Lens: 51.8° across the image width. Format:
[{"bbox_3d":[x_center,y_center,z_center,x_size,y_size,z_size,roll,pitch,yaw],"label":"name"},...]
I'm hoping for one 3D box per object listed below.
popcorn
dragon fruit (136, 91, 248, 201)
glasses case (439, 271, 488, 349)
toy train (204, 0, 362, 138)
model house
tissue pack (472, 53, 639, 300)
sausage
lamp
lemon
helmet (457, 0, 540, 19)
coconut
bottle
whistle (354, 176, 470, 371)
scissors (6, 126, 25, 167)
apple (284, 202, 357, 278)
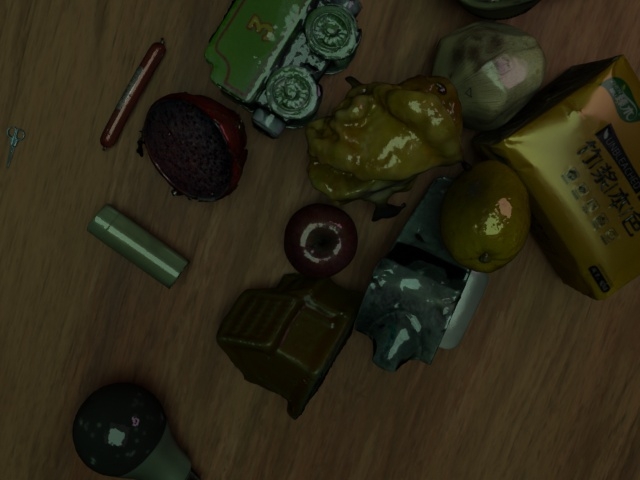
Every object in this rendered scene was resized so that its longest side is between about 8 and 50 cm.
[{"bbox_3d":[0.119,-0.193,1.234,0.315,0.297,0.281,-31,81,23],"label":"popcorn"},{"bbox_3d":[-0.218,-0.196,1.277,0.218,0.148,0.223,48,135,-3],"label":"dragon fruit"},{"bbox_3d":[0.293,0.140,1.407,0.074,0.049,0.194,23,94,-4],"label":"glasses case"},{"bbox_3d":[-0.073,-0.362,1.254,0.248,0.173,0.307,32,94,-2],"label":"toy train"},{"bbox_3d":[-0.068,0.181,1.346,0.239,0.173,0.268,29,63,5],"label":"model house"},{"bbox_3d":[0.534,-0.124,1.302,0.293,0.228,0.382,-35,98,3],"label":"tissue pack"},{"bbox_3d":[-0.372,-0.289,1.305,0.034,0.034,0.253,31,95,-8],"label":"sausage"},{"bbox_3d":[-0.373,0.419,1.359,0.181,0.182,0.314,-32,131,0],"label":"lamp"},{"bbox_3d":[0.301,-0.045,1.204,0.169,0.170,0.208,15,63,-6],"label":"lemon"},{"bbox_3d":[0.362,-0.497,1.268,0.257,0.137,0.204,19,78,27],"label":"helmet"},{"bbox_3d":[0.312,-0.314,1.271,0.224,0.224,0.225,-1,98,-5],"label":"coconut"},{"bbox_3d":[-0.365,0.012,1.326,0.201,0.072,0.072,37,93,-8],"label":"bottle"},{"bbox_3d":[0.208,0.060,1.304,0.168,0.188,0.405,23,92,13],"label":"whistle"},{"bbox_3d":[-0.615,-0.185,1.312,0.036,0.006,0.083,17,96,-5],"label":"scissors"},{"bbox_3d":[0.000,0.000,1.331,0.153,0.120,0.154,-1,96,-10],"label":"apple"}]
